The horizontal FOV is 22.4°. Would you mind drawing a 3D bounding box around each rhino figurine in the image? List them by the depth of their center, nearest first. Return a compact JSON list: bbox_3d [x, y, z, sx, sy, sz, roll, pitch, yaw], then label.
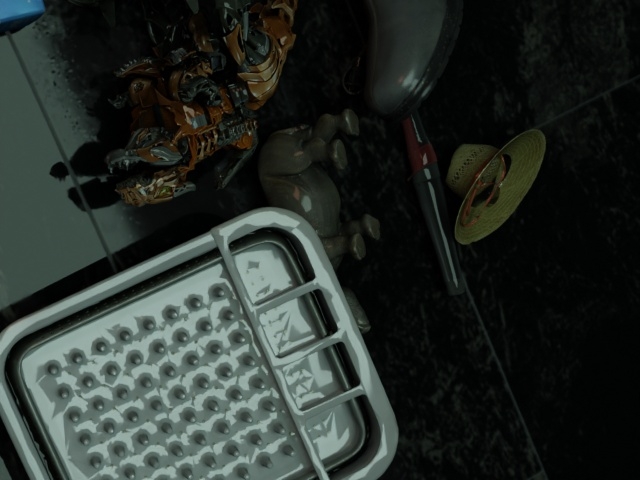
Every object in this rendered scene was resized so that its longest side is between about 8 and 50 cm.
[{"bbox_3d":[0.000,0.000,1.572,0.073,0.106,0.243,-19,100,-60],"label":"rhino figurine"}]

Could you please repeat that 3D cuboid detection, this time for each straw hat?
[{"bbox_3d":[0.162,-0.069,1.652,0.061,0.144,0.144,36,72,26],"label":"straw hat"}]

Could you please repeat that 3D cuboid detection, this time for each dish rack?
[{"bbox_3d":[-0.120,0.148,1.513,0.332,0.072,0.286,-25,100,-12],"label":"dish rack"}]

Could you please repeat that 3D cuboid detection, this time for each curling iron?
[{"bbox_3d":[0.091,-0.072,1.640,0.068,0.035,0.274,-23,98,-17],"label":"curling iron"}]

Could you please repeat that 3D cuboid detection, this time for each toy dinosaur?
[{"bbox_3d":[-0.113,-0.178,1.519,0.218,0.164,0.322,56,32,-28],"label":"toy dinosaur"}]

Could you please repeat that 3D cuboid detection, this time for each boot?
[{"bbox_3d":[0.023,-0.288,1.548,0.222,0.118,0.338,22,59,-26],"label":"boot"}]

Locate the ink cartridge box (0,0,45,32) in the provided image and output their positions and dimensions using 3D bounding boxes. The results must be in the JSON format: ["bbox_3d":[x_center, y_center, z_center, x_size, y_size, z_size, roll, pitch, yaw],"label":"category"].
[{"bbox_3d":[-0.359,-0.241,1.432,0.190,0.082,0.140,-18,96,-23],"label":"ink cartridge box"}]
